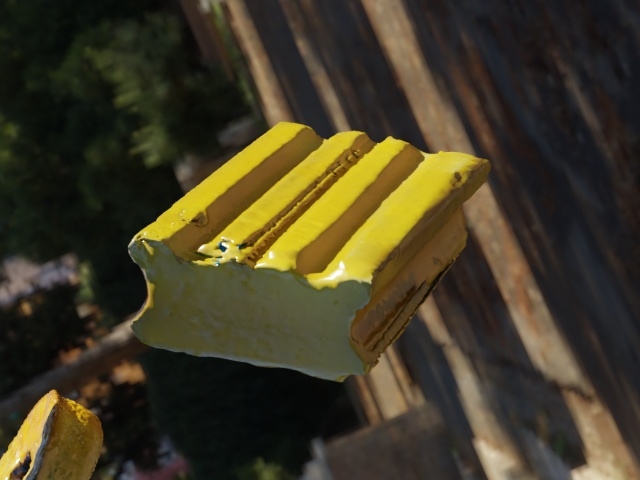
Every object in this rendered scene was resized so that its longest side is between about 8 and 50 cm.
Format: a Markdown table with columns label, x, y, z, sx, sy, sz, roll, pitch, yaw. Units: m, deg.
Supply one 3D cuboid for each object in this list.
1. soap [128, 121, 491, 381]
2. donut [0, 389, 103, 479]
| label | x | y | z | sx | sy | sz | roll | pitch | yaw |
| --- | --- | --- | --- | --- | --- | --- | --- | --- | --- |
| soap | 0.000 | 0.000 | 1.255 | 0.324 | 0.204 | 0.096 | -44 | -40 | -61 |
| donut | -0.224 | 0.196 | 1.241 | 0.058 | 0.152 | 0.152 | 25 | -166 | -16 |
